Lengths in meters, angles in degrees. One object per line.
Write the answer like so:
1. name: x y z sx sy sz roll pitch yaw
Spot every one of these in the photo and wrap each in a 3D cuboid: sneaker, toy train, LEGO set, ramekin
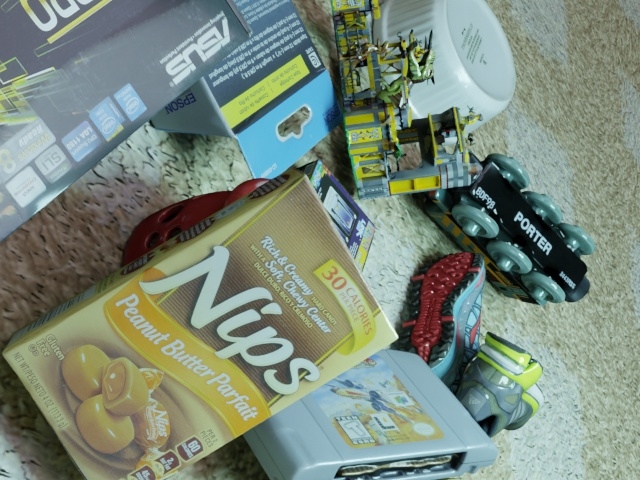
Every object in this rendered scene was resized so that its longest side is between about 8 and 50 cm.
1. sneaker: 0.243 0.226 1.464 0.121 0.111 0.300 -50 154 -10
2. toy train: 0.284 -0.017 1.613 0.334 0.190 0.142 41 73 -26
3. LEGO set: 0.127 -0.217 1.432 0.255 0.192 0.331 76 7 -55
4. ramekin: 0.218 -0.305 1.714 0.273 0.127 0.273 27 54 -43
5. sneaker: 0.185 0.126 1.510 0.262 0.104 0.125 -61 139 -42

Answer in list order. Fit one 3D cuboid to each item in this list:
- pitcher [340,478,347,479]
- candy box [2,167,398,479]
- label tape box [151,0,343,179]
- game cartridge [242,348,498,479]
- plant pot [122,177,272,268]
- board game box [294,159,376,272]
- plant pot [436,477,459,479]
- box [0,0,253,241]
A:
1. pitcher: 0.031 0.323 1.182 0.178 0.125 0.207 67 24 -15
2. candy box: -0.110 0.090 0.965 0.183 0.316 0.087 60 -3 -13
3. label tape box: -0.131 -0.248 1.256 0.249 0.115 0.348 -46 114 -51
4. game cartridge: 0.042 0.199 1.185 0.297 0.062 0.198 2 36 -36
5. plant pot: -0.090 0.033 1.120 0.191 0.174 0.191 30 50 -44
6. board game box: 0.000 0.000 1.353 0.141 0.048 0.170 50 40 -27
7. plant pot: 0.125 0.348 1.320 0.081 0.081 0.083 10 77 -50
8. box: -0.291 -0.219 0.965 0.395 0.097 0.318 -46 113 -33
